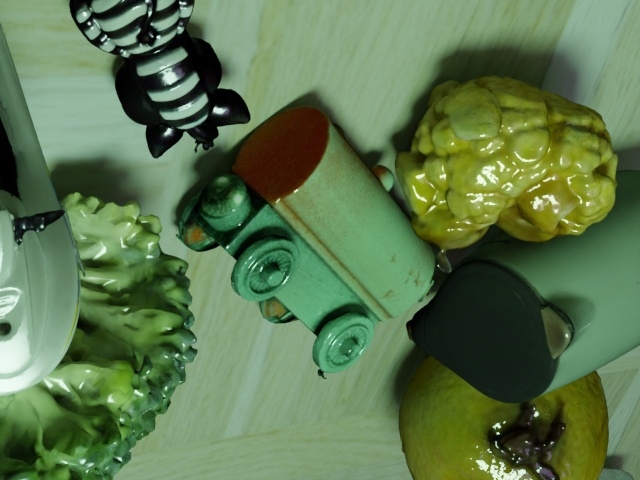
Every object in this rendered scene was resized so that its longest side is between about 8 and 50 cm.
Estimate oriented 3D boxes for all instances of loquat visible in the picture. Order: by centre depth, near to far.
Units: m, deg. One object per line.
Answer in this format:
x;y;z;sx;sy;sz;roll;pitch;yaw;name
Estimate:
0.195;0.198;1.517;0.243;0.244;0.244;-18;139;-16;loquat

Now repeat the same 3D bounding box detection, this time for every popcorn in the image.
0.162;-0.078;1.277;0.194;0.140;0.163;-11;121;4;popcorn

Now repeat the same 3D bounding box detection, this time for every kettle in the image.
0.221;0.051;1.403;0.255;0.240;0.165;-27;102;-38;kettle

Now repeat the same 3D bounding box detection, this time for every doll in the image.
-0.124;-0.147;1.070;0.091;0.067;0.219;-25;135;-3;doll

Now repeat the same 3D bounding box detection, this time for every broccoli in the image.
-0.262;0.080;1.081;0.348;0.293;0.281;-38;104;-9;broccoli

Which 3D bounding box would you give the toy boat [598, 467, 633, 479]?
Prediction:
0.307;0.405;1.941;0.206;0.096;0.282;-22;152;-35;toy boat

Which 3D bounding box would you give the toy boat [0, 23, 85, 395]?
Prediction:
-0.237;-0.038;0.942;0.140;0.269;0.141;-20;152;-11;toy boat

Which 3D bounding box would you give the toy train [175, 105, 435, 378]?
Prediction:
0.000;0.000;1.286;0.177;0.116;0.285;-46;140;-2;toy train
